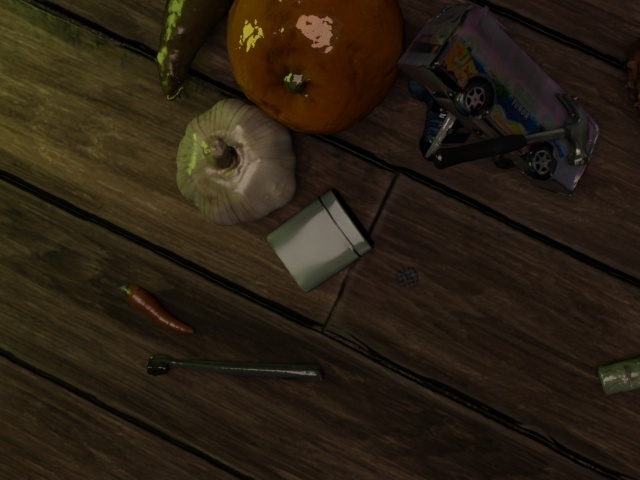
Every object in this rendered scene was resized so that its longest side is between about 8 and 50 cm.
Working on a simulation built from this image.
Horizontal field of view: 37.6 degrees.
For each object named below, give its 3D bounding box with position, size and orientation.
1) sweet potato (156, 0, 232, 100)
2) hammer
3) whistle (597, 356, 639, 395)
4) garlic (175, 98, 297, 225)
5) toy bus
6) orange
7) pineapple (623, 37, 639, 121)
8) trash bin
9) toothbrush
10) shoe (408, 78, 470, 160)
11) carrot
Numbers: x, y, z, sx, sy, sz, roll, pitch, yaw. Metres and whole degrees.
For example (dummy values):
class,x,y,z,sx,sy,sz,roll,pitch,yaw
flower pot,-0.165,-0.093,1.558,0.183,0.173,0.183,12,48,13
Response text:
class,x,y,z,sx,sy,sz,roll,pitch,yaw
sweet potato,-0.148,-0.407,1.397,0.130,0.130,0.422,38,114,3
hammer,0.258,-0.136,1.260,0.247,0.029,0.103,-11,105,-23
whistle,0.548,0.182,1.403,0.258,0.067,0.126,-17,81,15
garlic,-0.134,-0.113,1.401,0.199,0.226,0.199,0,92,6
toy bus,0.261,-0.194,1.323,0.317,0.112,0.138,35,88,-29
orange,-0.007,-0.285,1.342,0.261,0.261,0.261,1,97,9
pineapple,0.542,-0.133,1.333,0.169,0.169,0.340,-17,104,11
trash bin,0.000,0.000,1.475,0.130,0.059,0.116,-35,88,13
toothbrush,-0.141,0.212,1.540,0.298,0.030,0.030,2,123,8
shoe,0.185,-0.221,1.411,0.106,0.091,0.207,18,103,27
carrot,-0.270,0.116,1.549,0.142,0.035,0.035,37,101,-3
